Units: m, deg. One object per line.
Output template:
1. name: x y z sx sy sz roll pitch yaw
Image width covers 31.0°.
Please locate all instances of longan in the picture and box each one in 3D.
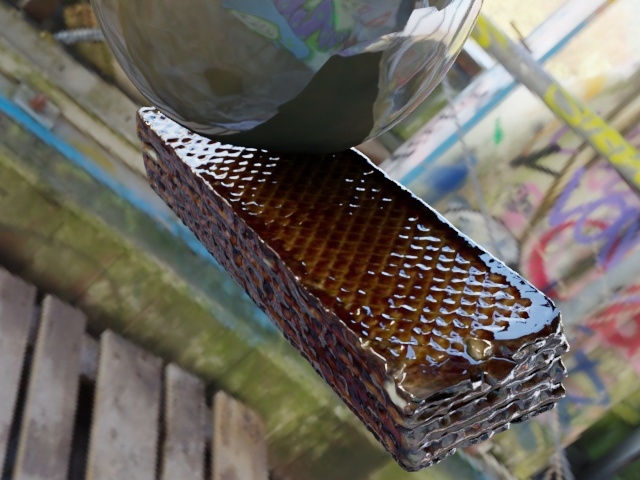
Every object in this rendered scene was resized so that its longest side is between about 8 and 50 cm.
1. longan: -0.024 -0.187 0.692 0.243 0.300 0.300 -21 67 -26

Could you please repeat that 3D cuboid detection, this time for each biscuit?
1. biscuit: 0.000 0.000 0.738 0.107 0.073 0.388 -21 36 -21
